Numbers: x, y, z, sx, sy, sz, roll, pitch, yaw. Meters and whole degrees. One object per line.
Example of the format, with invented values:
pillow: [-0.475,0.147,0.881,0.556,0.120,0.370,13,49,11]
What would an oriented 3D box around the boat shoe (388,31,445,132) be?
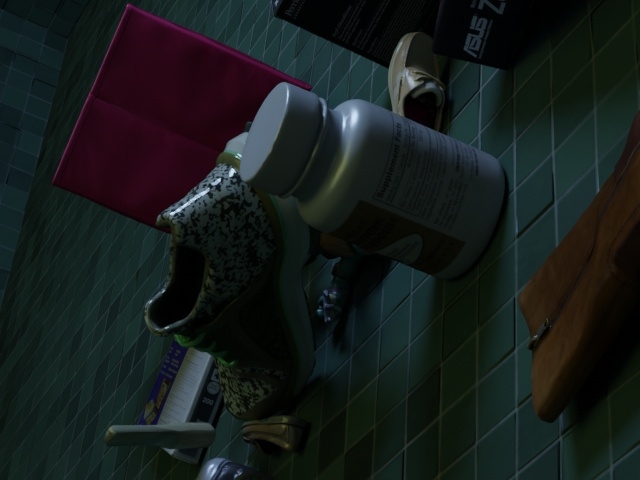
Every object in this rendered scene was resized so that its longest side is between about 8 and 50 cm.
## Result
boat shoe: [0.108,-0.151,1.786,0.059,0.063,0.170,-28,52,58]

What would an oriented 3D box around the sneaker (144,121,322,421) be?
sneaker: [-0.115,0.061,1.767,0.158,0.182,0.410,45,149,33]

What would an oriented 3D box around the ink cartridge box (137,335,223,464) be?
ink cartridge box: [-0.167,0.175,2.188,0.208,0.045,0.206,-70,19,-3]

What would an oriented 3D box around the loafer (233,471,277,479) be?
loafer: [-0.100,0.361,1.719,0.087,0.094,0.251,-21,49,59]

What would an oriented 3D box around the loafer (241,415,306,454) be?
loafer: [-0.056,0.220,1.844,0.125,0.045,0.039,-24,53,60]

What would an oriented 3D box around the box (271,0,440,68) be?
box: [0.081,-0.342,1.875,0.261,0.184,0.103,-60,21,21]

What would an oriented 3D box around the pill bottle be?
pill bottle: [0.047,-0.060,1.579,0.131,0.229,0.131,-54,23,36]

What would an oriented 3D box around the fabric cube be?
fabric cube: [-0.188,-0.147,2.219,0.254,0.258,0.259,-133,67,-80]

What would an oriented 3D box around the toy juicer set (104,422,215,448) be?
toy juicer set: [-0.175,0.324,1.867,0.089,0.209,0.329,33,122,29]

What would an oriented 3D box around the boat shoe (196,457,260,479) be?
boat shoe: [-0.117,0.350,1.822,0.076,0.080,0.228,6,61,26]

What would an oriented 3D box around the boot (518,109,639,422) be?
boot: [0.223,0.025,1.214,0.280,0.096,0.264,-57,22,31]

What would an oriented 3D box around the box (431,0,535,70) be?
box: [0.197,-0.398,1.565,0.395,0.097,0.318,100,-177,-64]

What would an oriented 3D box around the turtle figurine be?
turtle figurine: [0.000,0.000,1.829,0.118,0.175,0.234,-29,19,-31]
